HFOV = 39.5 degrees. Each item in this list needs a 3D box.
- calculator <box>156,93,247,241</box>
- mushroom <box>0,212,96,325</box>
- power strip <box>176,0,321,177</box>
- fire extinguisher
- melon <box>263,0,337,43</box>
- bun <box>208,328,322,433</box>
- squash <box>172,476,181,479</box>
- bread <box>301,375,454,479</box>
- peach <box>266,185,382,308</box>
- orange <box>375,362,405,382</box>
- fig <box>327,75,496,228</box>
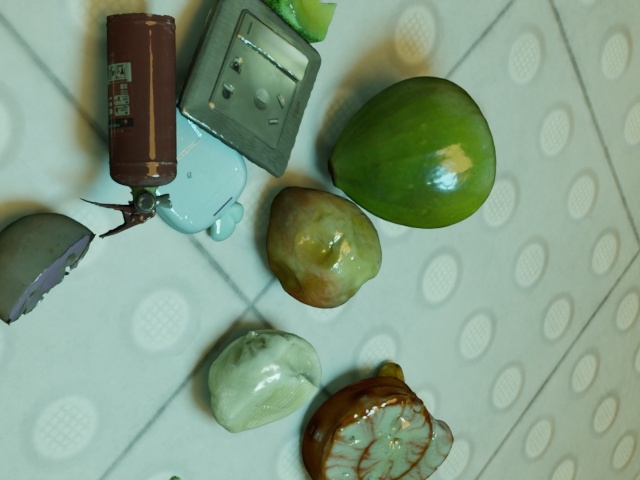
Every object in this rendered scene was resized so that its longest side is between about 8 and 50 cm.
[{"bbox_3d":[-0.215,-0.116,1.516,0.184,0.042,0.295,-47,130,-18],"label":"calculator"},{"bbox_3d":[-0.431,0.026,1.332,0.117,0.141,0.188,50,53,-7],"label":"mushroom"},{"bbox_3d":[-0.125,-0.269,1.507,0.257,0.092,0.251,33,75,-42],"label":"power strip"},{"bbox_3d":[-0.291,-0.170,1.355,0.147,0.106,0.337,0,94,-9],"label":"fire extinguisher"},{"bbox_3d":[-0.039,-0.436,1.544,0.118,0.064,0.209,-51,134,-22],"label":"melon"},{"bbox_3d":[-0.113,0.255,1.686,0.229,0.145,0.229,-26,153,-14],"label":"bun"},{"bbox_3d":[-0.291,0.487,1.686,0.089,0.027,0.027,-53,132,-18],"label":"squash"},{"bbox_3d":[0.113,0.443,1.921,0.295,0.114,0.327,-42,132,2],"label":"bread"},{"bbox_3d":[0.000,0.000,1.655,0.214,0.214,0.235,-40,112,-24],"label":"peach"},{"bbox_3d":[0.155,0.313,1.990,0.086,0.062,0.086,-4,90,-71],"label":"orange"},{"bbox_3d":[0.168,-0.160,1.693,0.316,0.316,0.316,-16,116,-37],"label":"fig"}]
